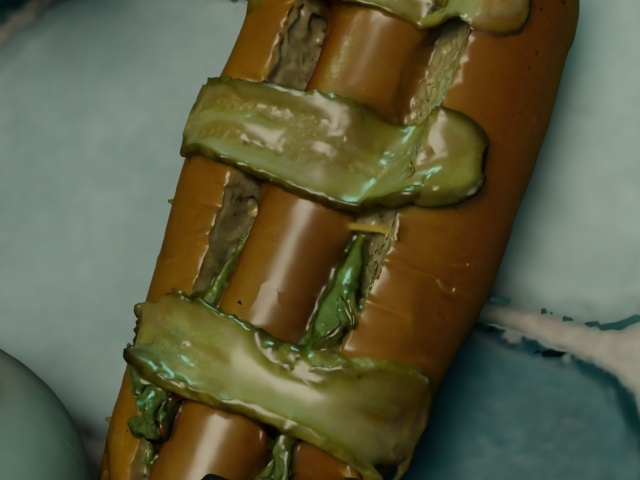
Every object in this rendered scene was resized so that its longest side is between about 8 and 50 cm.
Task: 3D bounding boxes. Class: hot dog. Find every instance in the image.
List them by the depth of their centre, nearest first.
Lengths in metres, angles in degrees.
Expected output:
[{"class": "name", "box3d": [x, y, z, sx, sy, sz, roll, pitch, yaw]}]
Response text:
[{"class": "hot dog", "box3d": [0.000, 0.000, 0.558, 0.109, 0.072, 0.269, 15, 77, 27]}]

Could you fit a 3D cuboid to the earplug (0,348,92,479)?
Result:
[{"class": "earplug", "box3d": [-0.226, 0.114, 0.547, 0.326, 0.214, 0.175, -23, 104, 12]}]

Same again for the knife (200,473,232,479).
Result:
[{"class": "knife", "box3d": [0.069, 0.113, 0.480, 0.230, 0.028, 0.060, 12, 46, 2]}]
